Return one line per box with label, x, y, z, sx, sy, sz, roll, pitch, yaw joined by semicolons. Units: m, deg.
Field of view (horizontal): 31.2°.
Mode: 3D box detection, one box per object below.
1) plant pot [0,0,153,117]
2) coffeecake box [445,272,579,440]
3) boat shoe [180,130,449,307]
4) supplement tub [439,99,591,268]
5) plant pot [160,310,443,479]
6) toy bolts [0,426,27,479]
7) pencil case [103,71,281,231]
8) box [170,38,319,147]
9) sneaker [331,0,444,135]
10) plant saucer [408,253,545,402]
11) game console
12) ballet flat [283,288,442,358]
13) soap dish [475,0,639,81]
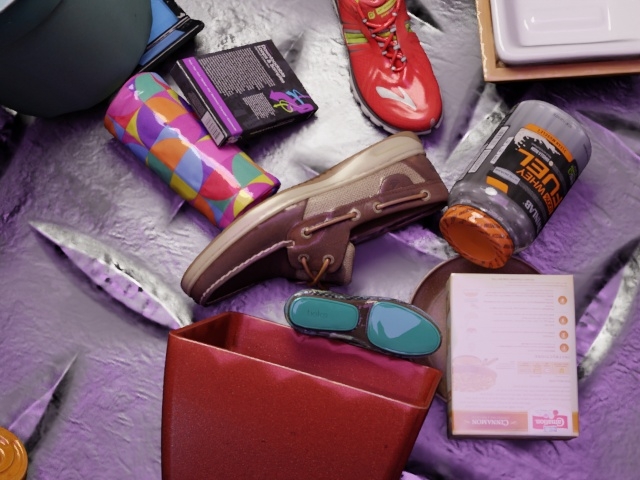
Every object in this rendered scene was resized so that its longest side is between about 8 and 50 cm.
plant pot;-0.363;-0.311;1.302;0.341;0.334;0.341;-3;76;13
coffeecake box;0.218;0.135;1.321;0.142;0.068;0.185;1;76;1
boat shoe;0.000;0.000;1.373;0.342;0.123;0.123;-29;76;-13
supplement tub;0.230;-0.065;1.368;0.117;0.117;0.190;34;68;9
plant pot;-0.032;0.234;1.243;0.267;0.267;0.236;15;93;9
toy bolts;-0.433;0.343;1.310;0.218;0.158;0.228;-12;59;-43
pencil case;-0.156;-0.103;1.412;0.236;0.104;0.104;42;80;8
box;-0.092;-0.185;1.420;0.162;0.029;0.116;-23;74;-41
sneaker;0.072;-0.260;1.433;0.107;0.118;0.279;-22;77;-4
plant saucer;0.198;0.111;1.381;0.198;0.036;0.198;0;77;0
game console;-0.224;-0.267;1.465;0.122;0.107;0.071;-40;113;-8
ballet flat;0.049;0.093;1.349;0.188;0.070;0.070;16;77;-5
soap dish;0.303;-0.333;1.448;0.229;0.118;0.291;-4;76;0
